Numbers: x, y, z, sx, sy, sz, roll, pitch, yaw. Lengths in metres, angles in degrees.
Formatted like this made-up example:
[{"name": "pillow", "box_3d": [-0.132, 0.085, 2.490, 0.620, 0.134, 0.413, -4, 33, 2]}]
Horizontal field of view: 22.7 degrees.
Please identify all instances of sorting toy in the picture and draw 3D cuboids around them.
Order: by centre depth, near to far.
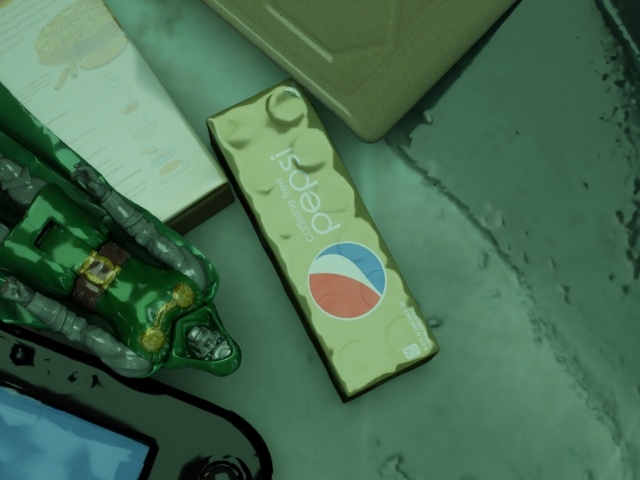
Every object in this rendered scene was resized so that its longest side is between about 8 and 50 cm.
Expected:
[{"name": "sorting toy", "box_3d": [0.007, -0.179, 0.949, 0.208, 0.038, 0.193, 43, 62, 2]}]

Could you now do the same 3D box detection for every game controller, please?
[{"name": "game controller", "box_3d": [-0.192, 0.129, 0.899, 0.319, 0.067, 0.166, 21, 81, 3]}]

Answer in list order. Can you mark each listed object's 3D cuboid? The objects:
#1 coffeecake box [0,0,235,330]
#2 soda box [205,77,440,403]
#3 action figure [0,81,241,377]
[{"name": "coffeecake box", "box_3d": [-0.161, -0.065, 0.931, 0.142, 0.068, 0.185, -34, 83, -5]}, {"name": "soda box", "box_3d": [0.000, 0.000, 0.929, 0.061, 0.058, 0.181, -26, 82, -5]}, {"name": "action figure", "box_3d": [-0.140, 0.003, 0.857, 0.232, 0.063, 0.137, 32, 80, 1]}]
